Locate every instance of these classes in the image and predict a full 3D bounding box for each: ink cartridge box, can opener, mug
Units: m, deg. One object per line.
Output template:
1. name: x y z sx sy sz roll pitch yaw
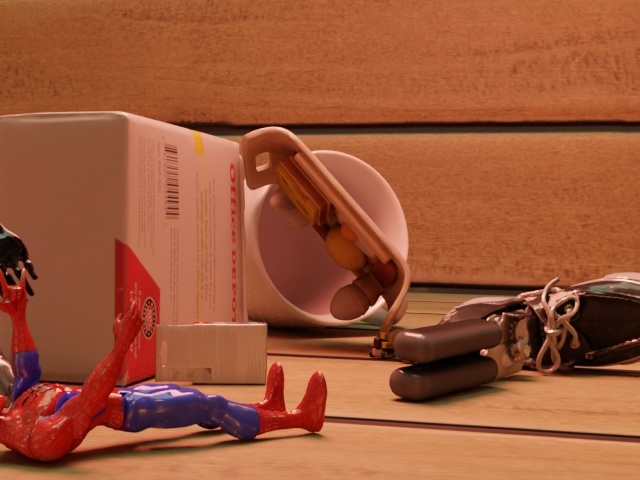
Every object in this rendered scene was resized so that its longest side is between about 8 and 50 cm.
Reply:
1. ink cartridge box: -0.113 0.116 1.109 0.115 0.063 0.029 1 1 -5
2. can opener: 0.148 0.116 1.123 0.093 0.074 0.280 7 6 31
3. mug: -0.016 0.038 1.804 0.374 0.276 0.328 33 -20 -20
4. ink cartridge box: -0.221 0.008 1.265 0.160 0.279 0.384 -1 -1 14

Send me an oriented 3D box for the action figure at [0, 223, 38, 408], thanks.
1. action figure: -0.330 0.081 0.870 0.164 0.141 0.275 -9 -21 -34

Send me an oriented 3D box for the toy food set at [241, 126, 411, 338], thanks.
1. toy food set: 0.000 0.000 1.450 0.092 0.306 0.220 -39 -11 -11

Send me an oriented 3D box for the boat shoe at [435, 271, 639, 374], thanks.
1. boat shoe: 0.276 0.101 1.263 0.306 0.113 0.105 -2 5 31

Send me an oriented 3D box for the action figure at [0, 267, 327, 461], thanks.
1. action figure: -0.131 0.085 0.776 0.280 0.139 0.091 -2 1 -37

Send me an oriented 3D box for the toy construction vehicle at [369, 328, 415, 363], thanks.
1. toy construction vehicle: 0.113 0.134 1.364 0.086 0.035 0.098 1 0 38
